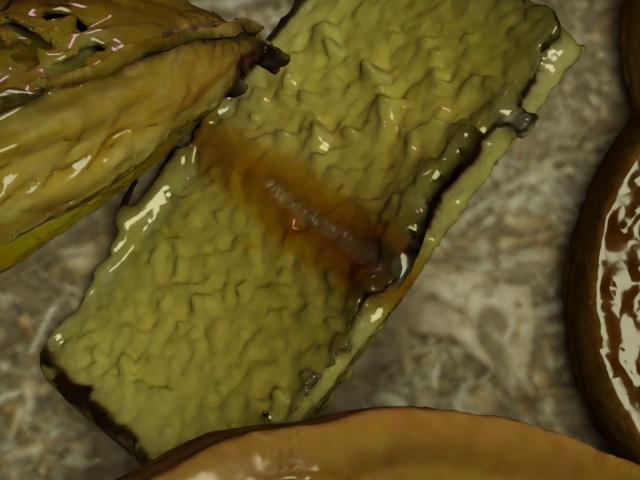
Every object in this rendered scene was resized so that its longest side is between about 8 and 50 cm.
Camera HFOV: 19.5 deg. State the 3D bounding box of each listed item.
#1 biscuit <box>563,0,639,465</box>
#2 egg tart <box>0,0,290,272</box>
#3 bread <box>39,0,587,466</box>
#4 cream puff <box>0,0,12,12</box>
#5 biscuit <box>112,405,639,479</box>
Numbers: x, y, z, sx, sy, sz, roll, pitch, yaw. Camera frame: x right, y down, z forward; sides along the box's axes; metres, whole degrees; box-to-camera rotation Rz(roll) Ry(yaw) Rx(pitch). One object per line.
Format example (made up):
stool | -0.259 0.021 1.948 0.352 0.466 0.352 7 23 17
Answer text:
biscuit | 0.269 -0.024 0.921 0.314 0.063 0.367 42 83 -4
egg tart | -0.148 -0.031 0.745 0.279 0.279 0.095 -31 91 -9
bread | 0.000 0.000 0.847 0.178 0.142 0.266 36 85 34
cream puff | -0.155 -0.163 0.800 0.169 0.183 0.183 -18 93 -30
biscuit | 0.037 0.248 0.769 0.385 0.062 0.365 11 96 -23
